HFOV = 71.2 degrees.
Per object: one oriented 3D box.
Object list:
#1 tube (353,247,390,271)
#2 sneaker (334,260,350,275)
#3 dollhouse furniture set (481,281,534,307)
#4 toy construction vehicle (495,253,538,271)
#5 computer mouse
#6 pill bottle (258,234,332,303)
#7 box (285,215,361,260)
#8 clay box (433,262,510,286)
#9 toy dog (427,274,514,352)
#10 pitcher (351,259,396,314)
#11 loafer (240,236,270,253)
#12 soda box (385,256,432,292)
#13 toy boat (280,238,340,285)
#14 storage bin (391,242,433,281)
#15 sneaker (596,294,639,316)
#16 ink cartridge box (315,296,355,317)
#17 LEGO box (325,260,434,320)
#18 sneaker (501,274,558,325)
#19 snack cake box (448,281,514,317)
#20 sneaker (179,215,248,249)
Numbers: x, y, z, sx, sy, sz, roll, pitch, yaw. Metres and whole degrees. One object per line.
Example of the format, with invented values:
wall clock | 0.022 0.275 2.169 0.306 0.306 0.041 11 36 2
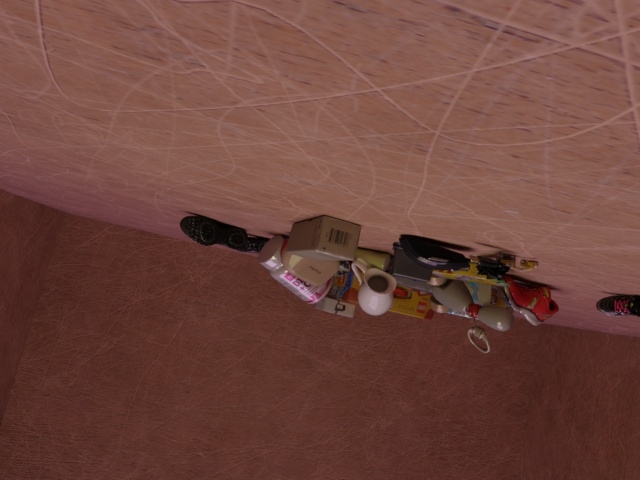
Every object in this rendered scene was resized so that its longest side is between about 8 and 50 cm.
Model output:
tube | 0.126 0.052 1.577 0.240 0.062 0.070 16 131 29
sneaker | -0.007 0.088 1.930 0.275 0.107 0.110 18 -170 -2
dollhouse furniture set | 0.671 0.228 1.600 0.123 0.151 0.144 14 175 -8
toy construction vehicle | 0.473 0.060 1.092 0.098 0.035 0.086 8 172 33
computer mouse | 0.318 0.053 1.088 0.262 0.060 0.184 19 177 -1
pill bottle | -0.099 0.114 1.765 0.283 0.160 0.160 41 160 -27
box | 0.000 0.000 1.225 0.113 0.094 0.275 16 173 -20
clay box | 0.440 0.092 1.330 0.222 0.053 0.127 5 170 40
toy dog | 0.501 0.186 1.487 0.334 0.161 0.220 43 150 34
pitcher | 0.176 0.164 1.565 0.178 0.125 0.207 42 158 23
loafer | -0.264 0.015 1.972 0.220 0.080 0.078 12 -154 -3
soda box | 0.354 0.134 1.666 0.286 0.091 0.098 17 173 -31
toy boat | -0.046 0.054 1.641 0.231 0.151 0.151 33 -160 -38
storage bin | 0.267 0.065 1.280 0.135 0.091 0.098 11 173 5
sneaker | 0.872 0.184 1.259 0.170 0.063 0.075 0 167 40
ink cartridge box | 0.064 0.298 2.024 0.150 0.063 0.109 16 172 -20
LEGO box | 0.259 0.230 2.180 0.500 0.193 0.372 16 172 -28
sneaker | 0.677 0.174 1.449 0.279 0.107 0.118 32 125 -32
snack cake box | 0.613 0.233 1.736 0.264 0.152 0.089 10 172 21
sneaker | -0.429 -0.029 1.754 0.130 0.109 0.286 14 174 45
